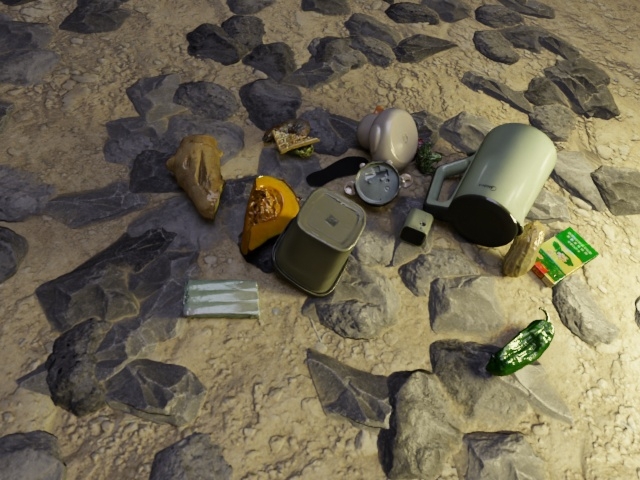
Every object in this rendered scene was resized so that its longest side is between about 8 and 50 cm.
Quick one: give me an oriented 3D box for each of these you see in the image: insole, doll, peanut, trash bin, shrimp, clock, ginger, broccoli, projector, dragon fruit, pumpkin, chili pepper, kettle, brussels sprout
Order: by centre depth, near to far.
[{"bbox_3d":[0.000,0.000,1.378,0.219,0.250,0.219,29,57,-1],"label":"trash bin"},{"bbox_3d":[0.576,0.297,1.385,0.257,0.074,0.100,-30,65,-24],"label":"chili pepper"},{"bbox_3d":[-0.152,-0.053,1.520,0.163,0.111,0.278,15,61,-21],"label":"pumpkin"},{"bbox_3d":[0.640,0.030,1.530,0.093,0.194,0.083,25,9,-16],"label":"peanut"},{"bbox_3d":[-0.381,-0.209,1.565,0.190,0.126,0.354,-13,57,-23],"label":"ginger"},{"bbox_3d":[0.307,-0.042,1.573,0.083,0.083,0.082,23,56,9],"label":"projector"},{"bbox_3d":[0.190,-0.188,1.620,0.229,0.063,0.155,-5,92,8],"label":"clock"},{"bbox_3d":[0.548,-0.192,1.641,0.361,0.250,0.376,18,55,30],"label":"kettle"},{"bbox_3d":[0.061,-0.246,1.727,0.253,0.005,0.086,-24,61,-23],"label":"insole"},{"bbox_3d":[0.220,-0.357,1.732,0.221,0.221,0.250,0,88,-8],"label":"doll"},{"bbox_3d":[-0.060,-0.324,1.733,0.085,0.058,0.085,-6,53,8],"label":"brussels sprout"},{"bbox_3d":[-0.122,-0.386,1.750,0.188,0.051,0.132,-28,43,-13],"label":"shrimp"},{"bbox_3d":[0.388,-0.297,1.758,0.092,0.095,0.097,-6,48,4],"label":"broccoli"},{"bbox_3d":[0.317,-0.360,1.805,0.131,0.063,0.097,31,57,13],"label":"dragon fruit"}]

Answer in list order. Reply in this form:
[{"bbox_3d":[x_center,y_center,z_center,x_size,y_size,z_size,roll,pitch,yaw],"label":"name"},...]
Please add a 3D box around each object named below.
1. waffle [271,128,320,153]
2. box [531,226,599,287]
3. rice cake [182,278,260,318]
[{"bbox_3d":[-0.086,-0.363,1.698,0.153,0.023,0.097,-17,73,0],"label":"waffle"},{"bbox_3d":[0.787,0.052,1.606,0.235,0.034,0.132,-25,63,-22],"label":"box"},{"bbox_3d":[-0.279,0.165,1.376,0.211,0.038,0.124,-3,57,-10],"label":"rice cake"}]
